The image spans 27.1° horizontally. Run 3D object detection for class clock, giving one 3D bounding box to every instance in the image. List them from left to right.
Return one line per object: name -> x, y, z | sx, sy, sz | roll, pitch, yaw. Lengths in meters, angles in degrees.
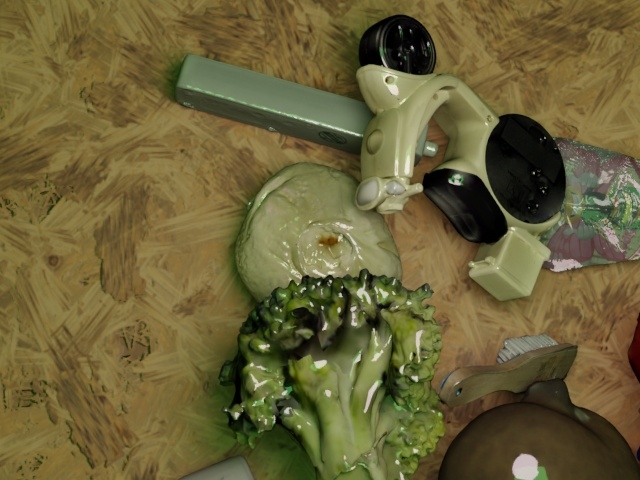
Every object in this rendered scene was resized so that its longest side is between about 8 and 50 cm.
clock -> 0.178, -0.108, 1.816 | 0.379, 0.120, 0.276 | 34, 63, -22

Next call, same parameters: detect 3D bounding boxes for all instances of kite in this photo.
kite -> 0.477, -0.048, 1.915 | 0.360, 0.022, 0.204 | 3, 78, 9

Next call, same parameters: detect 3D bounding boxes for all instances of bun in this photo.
bun -> 0.000, 0.000, 1.844 | 0.244, 0.153, 0.243 | 2, 77, -7

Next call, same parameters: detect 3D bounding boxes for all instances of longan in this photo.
longan -> 0.294, 0.333, 1.761 | 0.300, 0.243, 0.300 | 7, 80, -43

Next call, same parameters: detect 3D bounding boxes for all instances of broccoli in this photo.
broccoli -> 0.020, 0.217, 1.713 | 0.293, 0.281, 0.347 | -9, 123, -1

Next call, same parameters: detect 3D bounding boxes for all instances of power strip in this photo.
power strip -> -0.016, -0.181, 1.900 | 0.385, 0.091, 0.062 | 15, 77, -2

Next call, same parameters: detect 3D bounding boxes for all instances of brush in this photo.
brush -> 0.243, 0.170, 1.785 | 0.065, 0.327, 0.070 | 38, 114, 29

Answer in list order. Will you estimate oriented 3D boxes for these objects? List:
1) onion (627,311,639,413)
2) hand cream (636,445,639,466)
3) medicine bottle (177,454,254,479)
onion -> 0.588, 0.194, 1.776 | 0.341, 0.341, 0.341 | 1, 81, -4
hand cream -> 0.477, 0.329, 1.842 | 0.039, 0.163, 0.062 | 26, 72, 43
medicine bottle -> -0.164, 0.365, 1.794 | 0.168, 0.105, 0.105 | -21, 83, -8
